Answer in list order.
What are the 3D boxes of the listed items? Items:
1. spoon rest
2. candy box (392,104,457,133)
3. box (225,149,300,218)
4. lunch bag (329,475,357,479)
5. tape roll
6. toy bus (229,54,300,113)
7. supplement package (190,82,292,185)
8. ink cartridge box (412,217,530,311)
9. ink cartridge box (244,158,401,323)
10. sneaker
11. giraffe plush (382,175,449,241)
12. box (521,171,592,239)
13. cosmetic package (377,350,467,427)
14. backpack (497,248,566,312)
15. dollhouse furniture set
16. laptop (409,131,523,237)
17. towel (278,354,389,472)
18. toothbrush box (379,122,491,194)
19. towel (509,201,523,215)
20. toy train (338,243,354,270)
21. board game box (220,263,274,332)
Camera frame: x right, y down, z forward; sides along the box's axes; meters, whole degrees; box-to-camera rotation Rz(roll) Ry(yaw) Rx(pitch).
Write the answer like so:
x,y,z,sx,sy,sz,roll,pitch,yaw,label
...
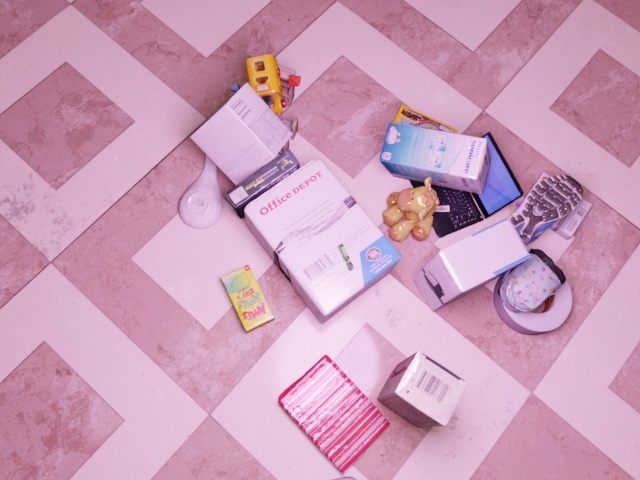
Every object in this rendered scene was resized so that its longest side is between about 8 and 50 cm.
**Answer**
x,y,z,sx,sy,sz,roll,pitch,yaw,label
-0.363,-0.172,1.831,0.137,0.084,0.277,10,85,1,spoon rest
0.344,-0.368,1.952,0.205,0.027,0.105,26,76,5,candy box
-0.169,-0.165,1.760,0.232,0.183,0.059,-35,85,-7,box
0.033,0.779,1.517,0.223,0.108,0.279,-12,73,-7,lunch bag
0.643,0.174,1.770,0.219,0.072,0.219,1,73,-2,tape roll
-0.167,-0.459,1.768,0.202,0.104,0.191,34,95,2,toy bus
-0.235,-0.315,1.745,0.203,0.194,0.149,47,42,-17,supplement package
0.419,0.079,1.664,0.223,0.307,0.129,-26,77,-11,ink cartridge box
0.000,0.000,1.738,0.285,0.166,0.395,-35,78,-14,ink cartridge box
0.655,-0.077,1.798,0.330,0.147,0.130,-38,78,5,sneaker
0.292,-0.102,1.768,0.210,0.170,0.182,-19,74,4,giraffe plush
0.760,-0.113,1.887,0.186,0.038,0.145,36,74,7,box
0.263,0.403,1.556,0.153,0.296,0.129,32,72,6,cosmetic package
0.604,0.124,1.686,0.182,0.115,0.152,-41,81,-12,backpack
-0.172,-0.423,1.868,0.212,0.161,0.242,21,72,3,dollhouse furniture set
0.452,-0.174,1.837,0.264,0.137,0.234,-21,74,-10,laptop
0.036,0.485,1.655,0.199,0.031,0.275,-41,80,-17,towel
0.352,-0.245,1.762,0.295,0.216,0.126,13,87,20,toothbrush box
0.648,-0.094,1.863,0.083,0.009,0.060,-4,100,19,towel
0.072,0.045,1.628,0.017,0.024,0.083,-22,77,-11,toy train
-0.216,0.172,1.734,0.092,0.043,0.181,-25,75,-11,board game box
